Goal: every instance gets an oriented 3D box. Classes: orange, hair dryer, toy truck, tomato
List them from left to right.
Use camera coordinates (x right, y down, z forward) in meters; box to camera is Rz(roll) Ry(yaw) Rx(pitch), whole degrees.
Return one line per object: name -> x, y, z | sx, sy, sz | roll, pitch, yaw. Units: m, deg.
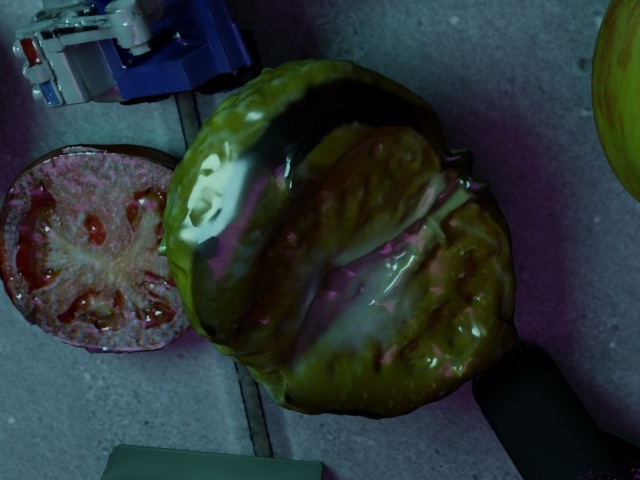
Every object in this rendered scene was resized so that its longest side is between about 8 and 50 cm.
tomato -> -0.195, -0.001, 1.293 | 0.225, 0.085, 0.225 | 0, 112, 1
toy truck -> -0.164, -0.177, 1.146 | 0.213, 0.177, 0.161 | -3, 117, 42
orange -> 0.000, 0.000, 1.192 | 0.271, 0.210, 0.369 | -49, 130, -9
hair dryer -> 0.284, 0.212, 1.310 | 0.251, 0.197, 0.089 | 22, 111, -27

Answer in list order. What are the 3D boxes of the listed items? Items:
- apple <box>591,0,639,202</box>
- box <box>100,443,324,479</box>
apple -> 0.367, -0.118, 1.088 | 0.301, 0.301, 0.301 | 2, 113, 5
box -> -0.113, 0.298, 1.411 | 0.225, 0.086, 0.129 | 5, 114, 4
